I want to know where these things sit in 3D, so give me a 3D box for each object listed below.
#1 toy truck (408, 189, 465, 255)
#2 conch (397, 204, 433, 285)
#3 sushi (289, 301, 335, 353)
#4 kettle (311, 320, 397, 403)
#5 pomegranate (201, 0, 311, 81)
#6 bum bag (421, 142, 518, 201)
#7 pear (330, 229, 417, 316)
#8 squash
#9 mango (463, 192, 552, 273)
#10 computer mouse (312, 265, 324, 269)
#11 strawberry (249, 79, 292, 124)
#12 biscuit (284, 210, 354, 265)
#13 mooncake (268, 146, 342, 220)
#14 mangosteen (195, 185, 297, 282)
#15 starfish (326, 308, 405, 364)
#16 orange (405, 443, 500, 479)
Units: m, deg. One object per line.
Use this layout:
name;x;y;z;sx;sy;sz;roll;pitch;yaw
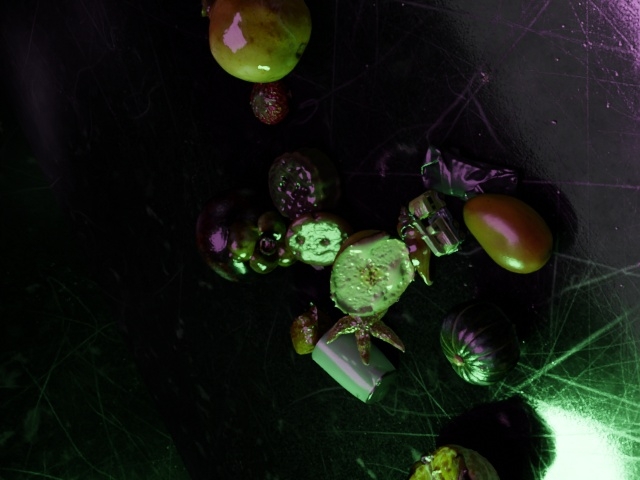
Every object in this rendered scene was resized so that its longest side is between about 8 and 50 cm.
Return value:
toy truck;0.286;-0.040;1.730;0.077;0.100;0.168;-30;85;49
conch;0.260;0.011;1.801;0.080;0.086;0.232;-23;96;30
sushi;-0.023;0.281;2.213;0.287;0.149;0.140;107;150;-71
kettle;0.112;0.388;2.104;0.236;0.161;0.221;39;152;24
pomegranate;-0.161;-0.568;1.852;0.307;0.307;0.307;24;125;40
bum bag;0.349;-0.146;1.639;0.248;0.060;0.123;26;123;36
pear;0.119;0.061;1.915;0.178;0.267;0.266;-125;33;-56
squash;0.392;0.251;1.695;0.218;0.172;0.218;27;132;33
mango;0.423;-0.024;1.554;0.221;0.120;0.151;48;137;3
computer mouse;-0.023;0.051;2.176;0.110;0.032;0.055;39;135;18
strawberry;-0.155;-0.415;2.057;0.145;0.086;0.145;22;123;38
biscuit;0.000;0.000;2.019;0.036;0.212;0.212;-88;15;-48
mooncake;-0.051;-0.161;2.033;0.228;0.124;0.228;22;122;39
mangosteen;-0.228;-0.018;2.165;0.330;0.330;0.329;24;125;40
starfish;0.124;0.241;2.000;0.277;0.062;0.236;45;95;8
orange;0.378;0.721;1.896;0.368;0.211;0.270;127;151;-45
